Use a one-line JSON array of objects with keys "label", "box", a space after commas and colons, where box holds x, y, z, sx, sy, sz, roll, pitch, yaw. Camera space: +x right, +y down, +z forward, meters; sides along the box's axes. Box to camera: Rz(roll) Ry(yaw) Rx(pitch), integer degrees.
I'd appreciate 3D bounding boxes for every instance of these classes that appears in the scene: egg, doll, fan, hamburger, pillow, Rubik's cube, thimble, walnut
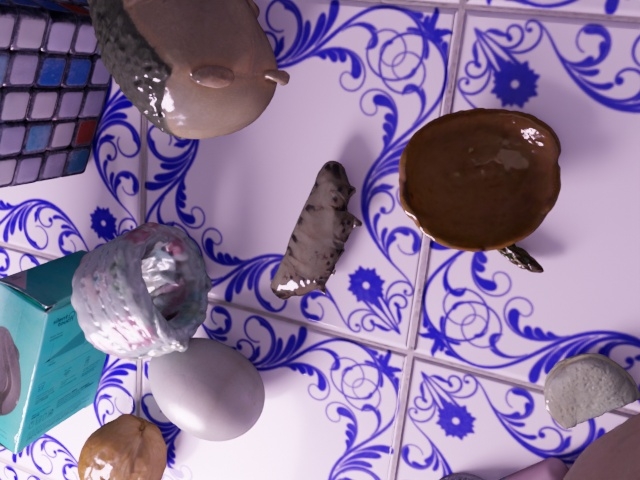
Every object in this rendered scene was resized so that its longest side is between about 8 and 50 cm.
[{"label": "egg", "box": [-0.189, 0.238, 1.100, 0.209, 0.151, 0.151, 25, 112, 20]}, {"label": "doll", "box": [-0.198, -0.312, 0.927, 0.247, 0.247, 0.349, -44, 69, 26]}, {"label": "fan", "box": [0.258, 0.391, 0.990, 0.244, 0.074, 0.130, -33, 77, 22]}, {"label": "hamburger", "box": [0.355, 0.193, 0.906, 0.121, 0.054, 0.084, -27, 87, 24]}, {"label": "pillow", "box": [0.000, 0.001, 1.011, 0.093, 0.051, 0.241, 33, 113, 19]}, {"label": "Rubik's cube", "box": [-0.529, -0.270, 1.043, 0.287, 0.293, 0.292, 30, 115, 14]}, {"label": "thimble", "box": [-0.280, 0.087, 1.075, 0.149, 0.185, 0.211, -21, 74, 27]}, {"label": "walnut", "box": [-0.357, 0.400, 1.223, 0.166, 0.149, 0.166, -2, 110, -4]}]

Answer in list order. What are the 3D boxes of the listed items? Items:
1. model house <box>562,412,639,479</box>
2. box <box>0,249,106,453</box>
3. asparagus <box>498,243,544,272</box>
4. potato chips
[{"label": "model house", "box": [0.456, 0.346, 0.842, 0.199, 0.219, 0.229, -42, 89, -15]}, {"label": "box", "box": [-0.476, 0.188, 1.185, 0.118, 0.205, 0.311, 27, 114, 13]}, {"label": "asparagus", "box": [0.211, -0.035, 0.922, 0.236, 0.027, 0.034, 47, 127, 7]}, {"label": "potato chips", "box": [0.206, -0.082, 0.878, 0.208, 0.062, 0.195, -45, 84, 1]}]
